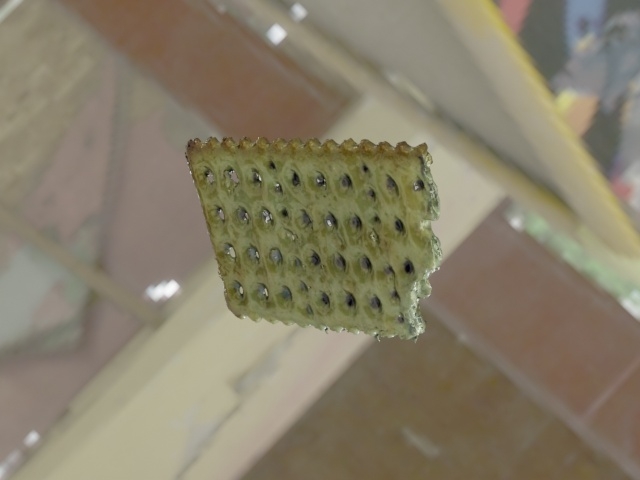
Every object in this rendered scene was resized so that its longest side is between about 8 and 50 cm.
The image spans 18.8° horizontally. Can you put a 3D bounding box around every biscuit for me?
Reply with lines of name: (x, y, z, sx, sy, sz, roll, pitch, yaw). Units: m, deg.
biscuit: (0.001, 0.000, 1.230, 0.203, 0.016, 0.144, 6, 118, 39)
